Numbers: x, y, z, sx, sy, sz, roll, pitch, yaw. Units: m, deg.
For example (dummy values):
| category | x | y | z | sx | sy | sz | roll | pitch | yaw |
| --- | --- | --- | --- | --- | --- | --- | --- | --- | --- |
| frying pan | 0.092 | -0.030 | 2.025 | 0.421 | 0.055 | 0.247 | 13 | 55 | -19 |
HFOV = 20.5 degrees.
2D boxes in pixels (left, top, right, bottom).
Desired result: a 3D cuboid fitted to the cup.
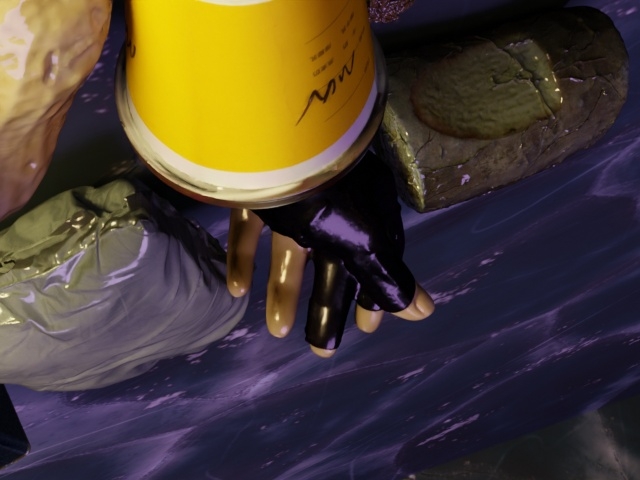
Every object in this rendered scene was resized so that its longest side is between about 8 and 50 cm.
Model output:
| category | x | y | z | sx | sy | sz | roll | pitch | yaw |
| --- | --- | --- | --- | --- | --- | --- | --- | --- | --- |
| cup | -0.051 | -0.151 | 1.169 | 0.196 | 0.196 | 0.280 | -22 | 156 | -9 |

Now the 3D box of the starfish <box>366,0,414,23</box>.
| category | x | y | z | sx | sy | sz | roll | pitch | yaw |
| --- | --- | --- | --- | --- | --- | --- | --- | --- | --- |
| starfish | 0.037 | -0.189 | 1.420 | 0.091 | 0.028 | 0.078 | -14 | 163 | -18 |

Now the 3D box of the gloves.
| category | x | y | z | sx | sy | sz | roll | pitch | yaw |
| --- | --- | --- | --- | --- | --- | --- | --- | --- | --- |
| gloves | 0.003 | -0.008 | 1.560 | 0.152 | 0.197 | 0.301 | -43 | 142 | -30 |

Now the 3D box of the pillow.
| category | x | y | z | sx | sy | sz | roll | pitch | yaw |
| --- | --- | --- | --- | --- | --- | --- | --- | --- | --- |
| pillow | -0.222 | 0.051 | 1.607 | 0.283 | 0.138 | 0.310 | -22 | 162 | 13 |

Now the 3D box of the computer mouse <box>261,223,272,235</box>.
| category | x | y | z | sx | sy | sz | roll | pitch | yaw |
| --- | --- | --- | --- | --- | --- | --- | --- | --- | --- |
| computer mouse | -0.036 | -0.030 | 1.792 | 0.056 | 0.032 | 0.110 | -29 | 173 | 17 |

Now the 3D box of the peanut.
| category | x | y | z | sx | sy | sz | roll | pitch | yaw |
| --- | --- | --- | --- | --- | --- | --- | --- | --- | --- |
| peanut | -0.212 | -0.116 | 1.135 | 0.130 | 0.130 | 0.290 | -12 | 153 | -36 |

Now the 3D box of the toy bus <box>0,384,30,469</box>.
| category | x | y | z | sx | sy | sz | roll | pitch | yaw |
| --- | --- | --- | --- | --- | --- | --- | --- | --- | --- |
| toy bus | -0.403 | 0.172 | 1.715 | 0.167 | 0.139 | 0.275 | -27 | 165 | 3 |

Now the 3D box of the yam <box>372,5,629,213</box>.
| category | x | y | z | sx | sy | sz | roll | pitch | yaw |
| --- | --- | --- | --- | --- | --- | --- | --- | --- | --- |
| yam | 0.146 | -0.117 | 1.591 | 0.254 | 0.154 | 0.154 | -20 | 163 | -28 |
